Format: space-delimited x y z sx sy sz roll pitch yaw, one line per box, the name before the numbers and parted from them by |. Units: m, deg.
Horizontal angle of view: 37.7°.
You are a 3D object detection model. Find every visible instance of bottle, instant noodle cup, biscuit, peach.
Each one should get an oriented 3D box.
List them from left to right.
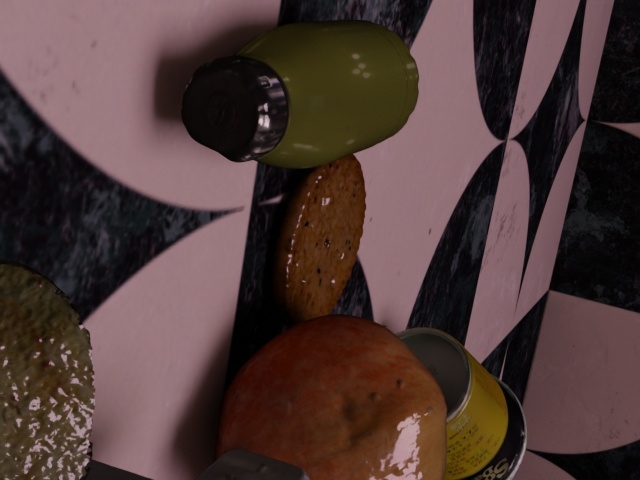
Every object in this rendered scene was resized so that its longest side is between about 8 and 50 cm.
bottle | -0.012 -0.112 0.724 0.260 0.112 0.112 -28 129 -62
biscuit | -0.001 -0.001 0.941 0.188 0.027 0.188 -48 146 -47
peach | 0.005 0.179 0.832 0.232 0.232 0.233 15 90 -69
instant noodle cup | 0.161 0.234 1.293 0.216 0.215 0.236 -67 149 -20

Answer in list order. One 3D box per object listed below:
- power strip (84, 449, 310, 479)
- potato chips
power strip | -0.069 0.194 0.573 0.193 0.264 0.059 -30 129 -64
potato chips | -0.185 0.116 0.484 0.142 0.026 0.209 -7 90 -26
